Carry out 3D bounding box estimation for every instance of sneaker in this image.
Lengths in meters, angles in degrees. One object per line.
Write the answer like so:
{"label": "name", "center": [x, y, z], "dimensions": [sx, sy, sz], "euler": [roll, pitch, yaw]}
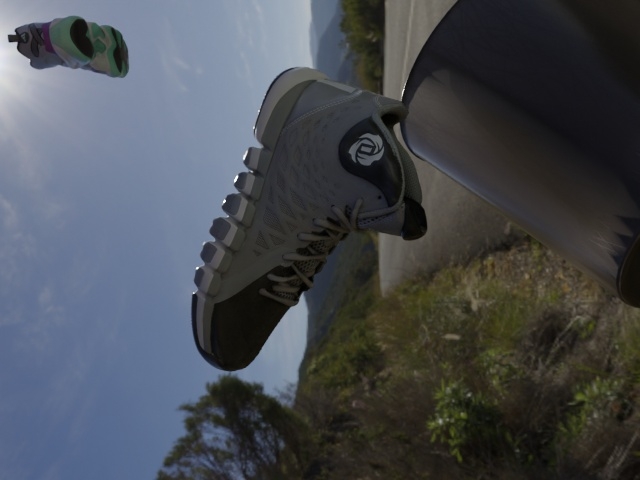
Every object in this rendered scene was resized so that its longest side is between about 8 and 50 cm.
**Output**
{"label": "sneaker", "center": [0.000, 0.000, 0.372], "dimensions": [0.086, 0.132, 0.228], "euler": [7, -79, -66]}
{"label": "sneaker", "center": [-0.193, -0.145, 0.410], "dimensions": [0.098, 0.069, 0.038], "euler": [-32, -59, -83]}

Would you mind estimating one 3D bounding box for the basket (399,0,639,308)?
{"label": "basket", "center": [0.184, -0.076, 0.378], "dimensions": [0.154, 0.204, 0.227], "euler": [26, -153, -38]}
